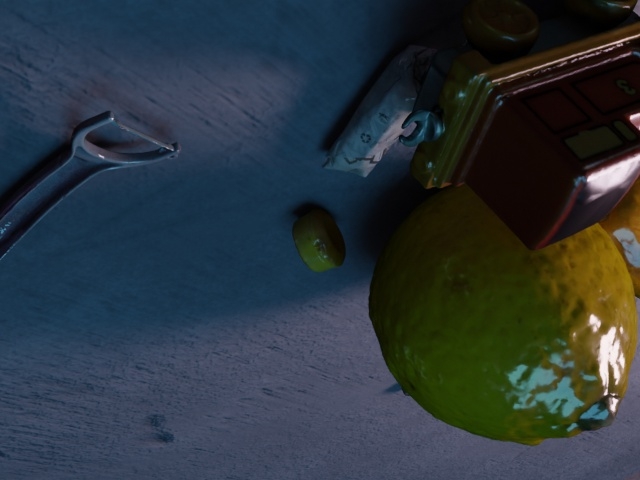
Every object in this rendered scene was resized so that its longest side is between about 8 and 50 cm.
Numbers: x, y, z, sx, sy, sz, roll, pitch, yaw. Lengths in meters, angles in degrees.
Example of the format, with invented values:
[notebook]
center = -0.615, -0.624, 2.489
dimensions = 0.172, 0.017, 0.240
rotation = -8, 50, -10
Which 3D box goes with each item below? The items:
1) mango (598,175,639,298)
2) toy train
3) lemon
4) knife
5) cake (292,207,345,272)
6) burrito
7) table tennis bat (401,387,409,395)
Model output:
[mango]
center = 0.515, 0.004, 1.238
dimensions = 0.359, 0.187, 0.144
rotation = 27, 158, -34
[toy train]
center = 0.245, -0.133, 0.832
dimensions = 0.369, 0.231, 0.163
rotation = -22, 152, -27
[lemon]
center = 0.244, 0.097, 1.084
dimensions = 0.350, 0.387, 0.349
rotation = -16, 130, -20
[knife]
center = -0.286, -0.051, 0.900
dimensions = 0.278, 0.053, 0.123
rotation = -32, 149, 21
[cake]
center = 0.000, 0.000, 1.082
dimensions = 0.044, 0.084, 0.084
rotation = -24, 147, 21
[burrito]
center = 0.071, -0.141, 0.934
dimensions = 0.064, 0.064, 0.203
rotation = 5, 141, -31
[table tennis bat]
center = 0.274, 0.219, 1.579
dimensions = 0.173, 0.022, 0.301
rotation = 16, 132, -41
